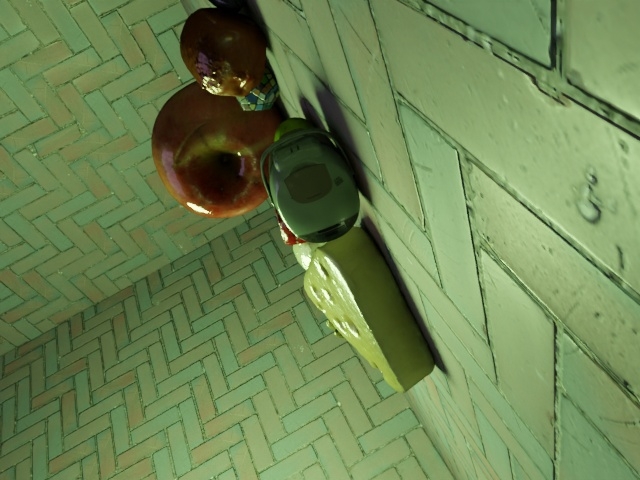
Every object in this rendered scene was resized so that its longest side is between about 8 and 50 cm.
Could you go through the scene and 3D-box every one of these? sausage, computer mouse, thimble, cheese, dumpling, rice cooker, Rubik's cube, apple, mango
[{"bbox_3d":[-0.197,-0.380,1.072,0.268,0.153,0.141,-127,42,-53],"label":"sausage"},{"bbox_3d":[-0.206,-0.500,1.016,0.192,0.062,0.106,58,176,16],"label":"computer mouse"},{"bbox_3d":[-0.048,-0.074,1.393,0.189,0.125,0.163,-149,48,-89],"label":"thimble"},{"bbox_3d":[0.076,0.137,1.235,0.384,0.104,0.384,49,162,22],"label":"cheese"},{"bbox_3d":[0.000,0.000,1.608,0.258,0.147,0.193,-115,31,-41],"label":"dumpling"},{"bbox_3d":[-0.014,-0.094,0.904,0.127,0.145,0.206,-106,-7,-58],"label":"rice cooker"},{"bbox_3d":[-0.146,-0.339,1.200,0.111,0.093,0.111,60,178,3],"label":"Rubik's cube"},{"bbox_3d":[-0.264,-0.255,1.434,0.364,0.364,0.364,60,177,6],"label":"apple"},{"bbox_3d":[-0.037,-0.183,1.037,0.117,0.089,0.163,68,165,0],"label":"mango"}]

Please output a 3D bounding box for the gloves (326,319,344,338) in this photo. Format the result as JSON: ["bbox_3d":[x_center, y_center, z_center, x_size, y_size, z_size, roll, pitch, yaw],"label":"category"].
[{"bbox_3d":[0.136,0.282,1.826,0.331,0.141,0.154,51,-150,-40],"label":"gloves"}]
